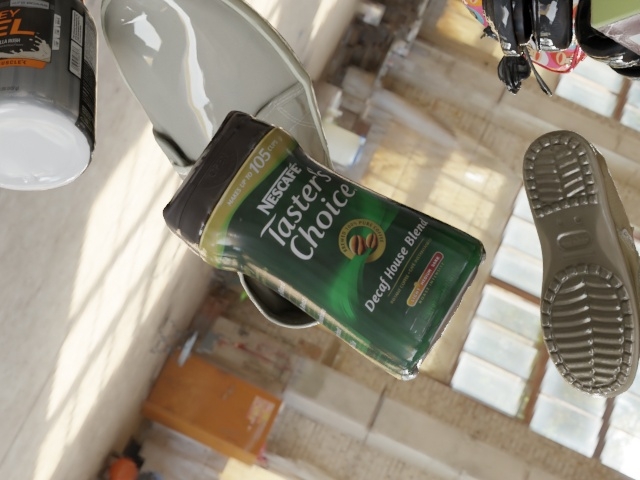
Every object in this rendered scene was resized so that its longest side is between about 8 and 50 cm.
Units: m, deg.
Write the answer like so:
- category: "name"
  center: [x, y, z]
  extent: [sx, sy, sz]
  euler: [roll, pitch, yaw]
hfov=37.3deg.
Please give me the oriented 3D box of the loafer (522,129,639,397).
- category: "loafer"
  center: [0.270, 0.021, 0.936]
  extent: [0.092, 0.102, 0.268]
  euler: [-18, 101, -51]

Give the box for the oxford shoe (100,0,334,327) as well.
- category: "oxford shoe"
  center: [-0.072, -0.073, 0.953]
  extent: [0.130, 0.169, 0.449]
  euler: [-80, 151, -45]

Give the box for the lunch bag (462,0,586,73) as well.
- category: "lunch bag"
  center: [0.351, -0.381, 1.451]
  extent: [0.120, 0.258, 0.293]
  euler: [-49, 167, -10]

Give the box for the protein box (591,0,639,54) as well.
- category: "protein box"
  center: [0.279, -0.217, 0.545]
  extent: [0.201, 0.136, 0.200]
  euler: [-12, -111, 48]

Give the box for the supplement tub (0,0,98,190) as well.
- category: "supplement tub"
  center: [-0.257, -0.148, 0.839]
  extent: [0.117, 0.117, 0.190]
  euler: [112, -25, -50]

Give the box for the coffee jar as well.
- category: "coffee jar"
  center: [0.000, 0.000, 0.579]
  extent: [0.096, 0.184, 0.079]
  euler: [-58, 171, -12]

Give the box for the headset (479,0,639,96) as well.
- category: "headset"
  center: [0.274, -0.269, 0.985]
  extent: [0.394, 0.243, 0.185]
  euler: [124, -27, -68]
